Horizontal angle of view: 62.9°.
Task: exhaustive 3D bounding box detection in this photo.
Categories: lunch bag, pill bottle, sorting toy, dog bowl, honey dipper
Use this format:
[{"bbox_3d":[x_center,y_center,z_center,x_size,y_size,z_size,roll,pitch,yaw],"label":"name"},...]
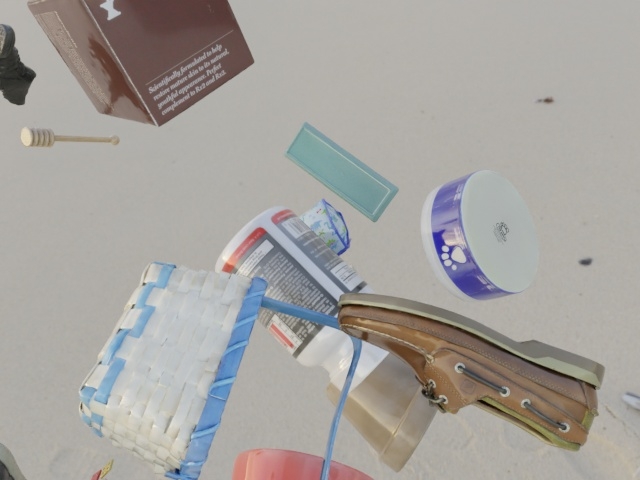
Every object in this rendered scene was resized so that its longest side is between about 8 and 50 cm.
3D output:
[{"bbox_3d":[0.000,0.000,1.239,0.129,0.096,0.151,-38,41,19],"label":"lunch bag"},{"bbox_3d":[-0.021,0.120,1.058,0.363,0.210,0.210,44,61,10],"label":"pill bottle"},{"bbox_3d":[-0.718,0.784,1.577,0.132,0.046,0.274,-37,21,25],"label":"sorting toy"},{"bbox_3d":[0.336,-0.009,1.092,0.104,0.265,0.265,-22,23,49],"label":"dog bowl"},{"bbox_3d":[-0.388,-0.163,0.832,0.030,0.031,0.160,10,13,31],"label":"honey dipper"}]

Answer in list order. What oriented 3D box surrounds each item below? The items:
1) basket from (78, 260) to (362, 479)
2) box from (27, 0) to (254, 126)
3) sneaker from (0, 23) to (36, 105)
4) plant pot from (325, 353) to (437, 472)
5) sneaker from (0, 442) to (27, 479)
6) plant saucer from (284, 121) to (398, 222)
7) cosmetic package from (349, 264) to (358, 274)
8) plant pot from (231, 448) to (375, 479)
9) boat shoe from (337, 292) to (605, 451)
[{"bbox_3d":[-0.105,0.164,0.622,0.289,0.201,0.255,21,51,0],"label":"basket"},{"bbox_3d":[-0.232,-0.269,0.679,0.168,0.167,0.203,-42,39,-24],"label":"box"},{"bbox_3d":[-0.586,-0.332,0.997,0.051,0.170,0.089,51,31,15],"label":"sneaker"},{"bbox_3d":[0.176,0.431,1.476,0.280,0.323,0.323,29,52,13],"label":"plant pot"},{"bbox_3d":[-0.364,0.318,0.557,0.083,0.222,0.118,0,40,3],"label":"sneaker"},{"bbox_3d":[0.029,-0.110,0.834,0.192,0.067,0.018,37,14,10],"label":"plant saucer"},{"bbox_3d":[0.038,0.107,1.365,0.115,0.041,0.060,-13,41,27],"label":"cosmetic package"},{"bbox_3d":[-0.046,0.514,0.868,0.274,0.275,0.243,-1,48,20],"label":"plant pot"},{"bbox_3d":[0.155,0.144,0.589,0.307,0.111,0.104,16,77,13],"label":"boat shoe"}]
